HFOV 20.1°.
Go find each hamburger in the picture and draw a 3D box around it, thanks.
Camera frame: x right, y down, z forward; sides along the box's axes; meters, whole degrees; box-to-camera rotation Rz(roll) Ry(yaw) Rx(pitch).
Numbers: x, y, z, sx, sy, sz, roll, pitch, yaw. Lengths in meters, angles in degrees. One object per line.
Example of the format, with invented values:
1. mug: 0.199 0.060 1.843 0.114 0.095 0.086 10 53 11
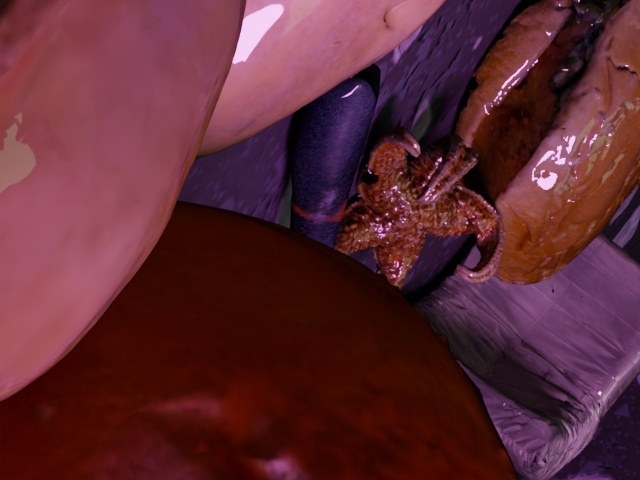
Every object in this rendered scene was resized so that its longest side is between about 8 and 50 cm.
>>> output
1. hamburger: 0.187 -0.077 1.413 0.211 0.132 0.309 -49 164 -21

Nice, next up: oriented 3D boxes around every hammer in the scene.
1. hammer: 0.000 0.000 1.164 0.137 0.037 0.289 -5 133 -20

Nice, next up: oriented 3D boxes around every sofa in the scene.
1. sofa: 0.183 0.071 1.575 0.225 0.210 0.176 -48 161 -5

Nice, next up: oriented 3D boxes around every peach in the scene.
1. peach: -0.096 0.160 0.796 0.310 0.406 0.335 -1 143 -34

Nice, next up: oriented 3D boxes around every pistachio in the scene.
1. pistachio: -0.110 -0.060 0.620 0.260 0.163 0.213 -56 -164 2

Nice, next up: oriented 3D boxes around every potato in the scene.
1. potato: -0.009 -0.128 0.801 0.235 0.128 0.161 -37 154 -28

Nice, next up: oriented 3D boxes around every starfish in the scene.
1. starfish: 0.056 -0.013 1.276 0.146 0.074 0.190 -32 140 -5
